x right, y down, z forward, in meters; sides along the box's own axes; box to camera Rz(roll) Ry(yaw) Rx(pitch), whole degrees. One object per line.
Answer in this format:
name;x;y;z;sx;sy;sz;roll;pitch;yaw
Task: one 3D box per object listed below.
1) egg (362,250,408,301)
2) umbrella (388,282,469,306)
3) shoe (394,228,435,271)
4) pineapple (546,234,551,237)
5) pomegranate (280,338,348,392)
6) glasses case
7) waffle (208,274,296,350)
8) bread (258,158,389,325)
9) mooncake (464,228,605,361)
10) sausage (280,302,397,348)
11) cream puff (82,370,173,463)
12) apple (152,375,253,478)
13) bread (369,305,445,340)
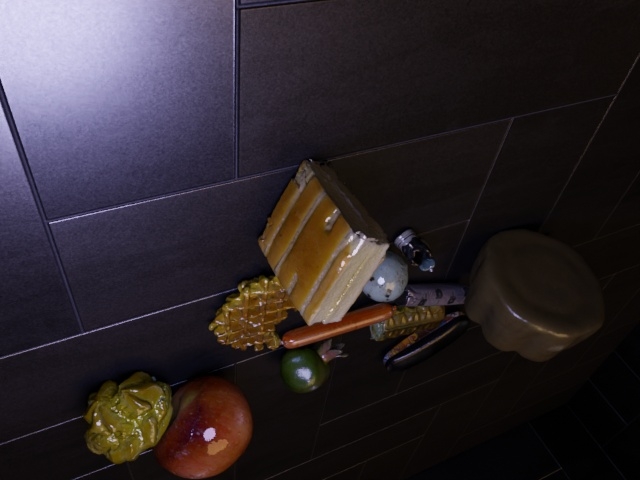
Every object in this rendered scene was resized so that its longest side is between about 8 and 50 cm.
egg;0.162;0.093;1.468;0.131;0.131;0.164;-35;156;5
umbrella;0.315;0.159;1.708;0.337;0.073;0.067;2;90;-38
shoe;0.257;0.040;1.496;0.071;0.099;0.169;-41;145;9
pineapple;0.790;0.078;1.930;0.130;0.118;0.277;-26;148;27
pomegranate;-0.022;0.340;1.628;0.191;0.131;0.152;-43;164;11
glasses case;0.356;0.343;1.954;0.321;0.082;0.122;-32;144;4
waffle;-0.126;0.161;1.392;0.293;0.069;0.260;-43;141;20
bread;0.000;0.000;1.143;0.111;0.239;0.246;-5;139;-42
mooncake;0.607;0.160;1.678;0.379;0.378;0.200;-13;147;-24
sausage;0.051;0.233;1.601;0.348;0.053;0.053;-15;142;-14
cream puff;-0.458;0.408;1.356;0.221;0.194;0.194;-34;145;-3
apple;-0.294;0.474;1.476;0.206;0.251;0.272;30;110;-24
bread;0.267;0.234;1.752;0.270;0.098;0.087;-6;180;-32
